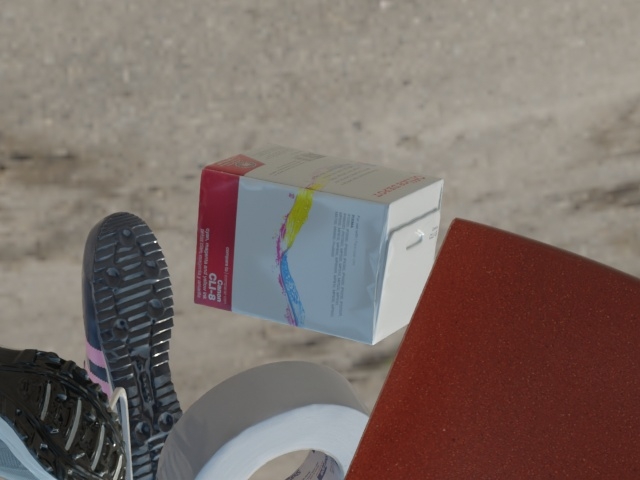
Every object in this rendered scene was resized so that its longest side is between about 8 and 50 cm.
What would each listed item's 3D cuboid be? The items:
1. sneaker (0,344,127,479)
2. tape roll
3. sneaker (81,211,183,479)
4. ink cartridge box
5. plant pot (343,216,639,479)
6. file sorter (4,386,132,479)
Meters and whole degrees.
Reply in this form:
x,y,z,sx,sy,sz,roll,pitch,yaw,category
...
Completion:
x,y,z,sx,sy,sz,roll,pitch,yaw,category
-0.270,0.132,1.281,0.271,0.100,0.108,33,135,-25,sneaker
-0.043,0.224,1.574,0.219,0.072,0.219,-15,128,-20,tape roll
-0.227,0.131,1.764,0.112,0.319,0.131,-5,179,-42,sneaker
0.000,0.000,1.402,0.176,0.127,0.128,12,-163,24,ink cartridge box
0.172,0.178,1.019,0.235,0.267,0.267,7,134,20,plant pot
-0.328,0.243,1.583,0.277,0.173,0.193,0,-163,4,file sorter
